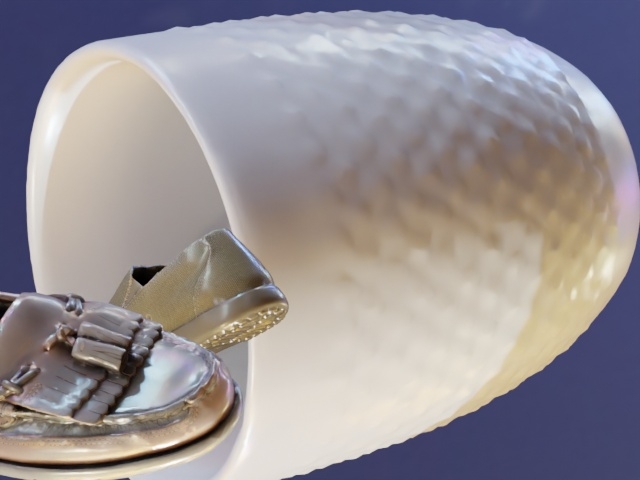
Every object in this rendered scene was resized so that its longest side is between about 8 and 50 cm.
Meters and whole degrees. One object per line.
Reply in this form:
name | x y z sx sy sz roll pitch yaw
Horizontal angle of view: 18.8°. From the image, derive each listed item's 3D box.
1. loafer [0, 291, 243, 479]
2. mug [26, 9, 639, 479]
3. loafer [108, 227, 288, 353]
loafer | -0.080 0.030 0.473 0.045 0.125 0.039 -56 -42 -44
mug | 0.000 0.000 1.244 0.328 0.374 0.276 -13 -95 -32
loafer | -0.074 0.037 0.887 0.056 0.148 0.050 0 -111 -51
